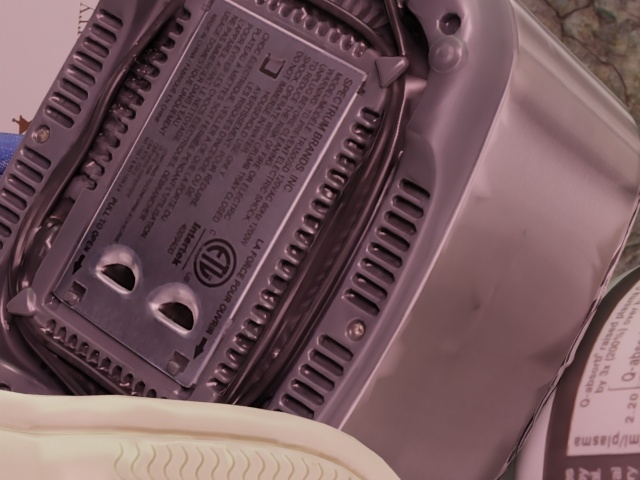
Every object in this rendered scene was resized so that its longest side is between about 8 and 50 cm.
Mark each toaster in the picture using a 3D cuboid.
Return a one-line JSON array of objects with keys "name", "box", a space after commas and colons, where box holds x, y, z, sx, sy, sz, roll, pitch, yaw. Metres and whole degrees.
[{"name": "toaster", "box": [0.000, 0.000, 0.548, 0.129, 0.227, 0.146, 30, 3, 31]}]

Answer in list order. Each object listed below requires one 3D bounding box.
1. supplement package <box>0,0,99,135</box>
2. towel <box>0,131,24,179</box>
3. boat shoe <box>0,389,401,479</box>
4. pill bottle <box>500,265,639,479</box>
[{"name": "supplement package", "box": [-0.165, -0.109, 1.051, 0.293, 0.177, 0.175, 0, -9, 23]}, {"name": "towel", "box": [-0.075, 0.021, 0.754, 0.209, 0.034, 0.285, 6, -17, 27]}, {"name": "boat shoe", "box": [-0.093, 0.055, 0.327, 0.233, 0.084, 0.079, 18, -34, -27]}, {"name": "pill bottle", "box": [0.160, 0.076, 0.587, 0.162, 0.162, 0.278, 25, -22, -37]}]
